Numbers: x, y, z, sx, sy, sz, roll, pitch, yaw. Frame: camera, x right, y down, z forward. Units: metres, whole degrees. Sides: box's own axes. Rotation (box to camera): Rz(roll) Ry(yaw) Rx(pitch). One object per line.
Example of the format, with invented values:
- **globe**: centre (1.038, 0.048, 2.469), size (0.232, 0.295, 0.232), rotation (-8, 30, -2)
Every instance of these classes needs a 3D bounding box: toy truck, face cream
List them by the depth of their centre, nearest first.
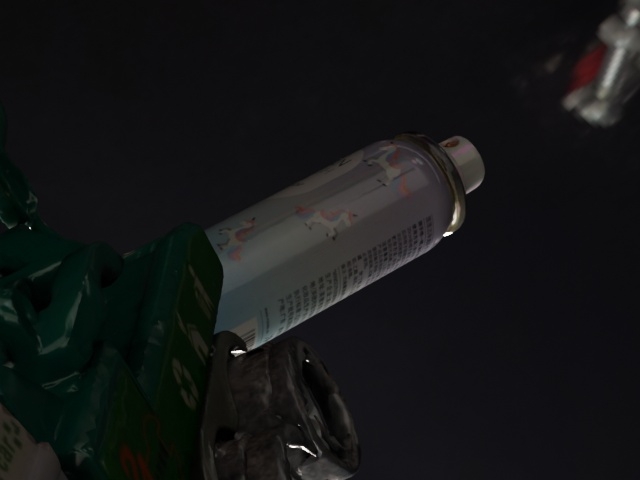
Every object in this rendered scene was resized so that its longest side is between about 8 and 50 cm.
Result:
- **toy truck**: centre (-0.102, 0.090, 0.609), size (0.176, 0.363, 0.178), rotation (-25, -66, 12)
- **face cream**: centre (0.000, 0.000, 1.122), size (0.075, 0.229, 0.075), rotation (38, -37, 36)
